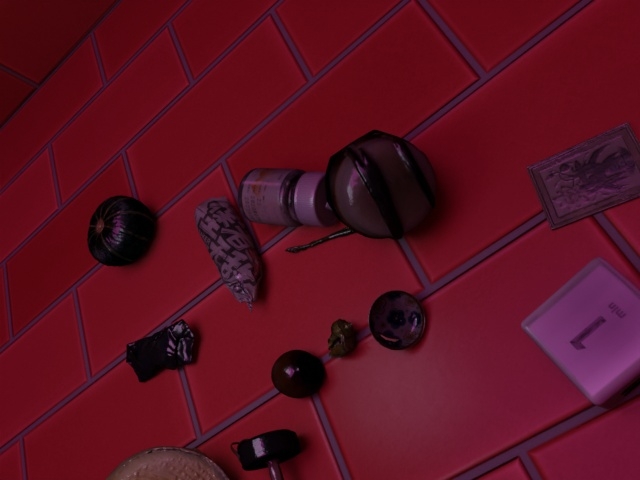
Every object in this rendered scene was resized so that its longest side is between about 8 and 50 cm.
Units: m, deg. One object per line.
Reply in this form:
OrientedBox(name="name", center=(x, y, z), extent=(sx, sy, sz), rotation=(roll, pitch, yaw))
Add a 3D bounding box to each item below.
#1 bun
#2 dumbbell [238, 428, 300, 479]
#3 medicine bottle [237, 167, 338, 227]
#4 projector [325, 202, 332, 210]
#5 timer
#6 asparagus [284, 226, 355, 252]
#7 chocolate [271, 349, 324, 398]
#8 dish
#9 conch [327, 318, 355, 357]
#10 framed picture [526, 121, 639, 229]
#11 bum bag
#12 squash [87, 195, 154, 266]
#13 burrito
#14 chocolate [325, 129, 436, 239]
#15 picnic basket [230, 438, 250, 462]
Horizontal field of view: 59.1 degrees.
OrientedBox(name="bun", center=(-0.399, 0.714, 1.441), extent=(0.202, 0.364, 0.364), rotation=(130, 138, -58))
OrientedBox(name="dumbbell", center=(-0.101, 0.583, 1.355), extent=(0.152, 0.152, 0.218), rotation=(-33, 58, 21))
OrientedBox(name="medicine bottle", center=(-0.085, -0.121, 1.584), extent=(0.273, 0.165, 0.165), rotation=(5, 77, 35))
OrientedBox(name="projector", center=(0.090, -0.128, 1.499), extent=(0.061, 0.115, 0.147), rotation=(24, 88, 34))
OrientedBox(name="timer", center=(0.527, 0.177, 1.051), extent=(0.195, 0.192, 0.194), rotation=(-46, 55, 11))
OrientedBox(name="asparagus", center=(0.000, 0.000, 1.573), extent=(0.232, 0.022, 0.023), rotation=(-19, 108, 25))
OrientedBox(name="chocolate", center=(-0.069, 0.349, 1.459), extent=(0.133, 0.127, 0.124), rotation=(-43, 24, 29))
OrientedBox(name="dish", center=(0.175, 0.192, 1.361), extent=(0.141, 0.078, 0.141), rotation=(1, 82, -8))
OrientedBox(name="conch", center=(0.050, 0.250, 1.418), extent=(0.121, 0.074, 0.089), rotation=(-55, 15, 31))
OrientedBox(name="framed picture", center=(0.589, -0.139, 1.234), extent=(0.231, 0.010, 0.173), rotation=(-26, 61, 24))
OrientedBox(name="bum bag", center=(-0.500, 0.349, 1.754), extent=(0.310, 0.074, 0.137), rotation=(-26, 74, 32))
OrientedBox(name="squash", center=(-0.697, -0.033, 1.962), extent=(0.252, 0.165, 0.252), rotation=(-12, 69, 34))
OrientedBox(name="burrito", center=(-0.264, 0.031, 1.691), extent=(0.139, 0.101, 0.445), rotation=(-36, 54, 5))
OrientedBox(name="chocolate", center=(0.153, -0.137, 1.350), extent=(0.283, 0.186, 0.284), rotation=(0, 90, -1))
OrientedBox(name="picnic basket", center=(-0.199, 0.553, 1.473), extent=(0.072, 0.083, 0.072), rotation=(-11, 68, 29))
